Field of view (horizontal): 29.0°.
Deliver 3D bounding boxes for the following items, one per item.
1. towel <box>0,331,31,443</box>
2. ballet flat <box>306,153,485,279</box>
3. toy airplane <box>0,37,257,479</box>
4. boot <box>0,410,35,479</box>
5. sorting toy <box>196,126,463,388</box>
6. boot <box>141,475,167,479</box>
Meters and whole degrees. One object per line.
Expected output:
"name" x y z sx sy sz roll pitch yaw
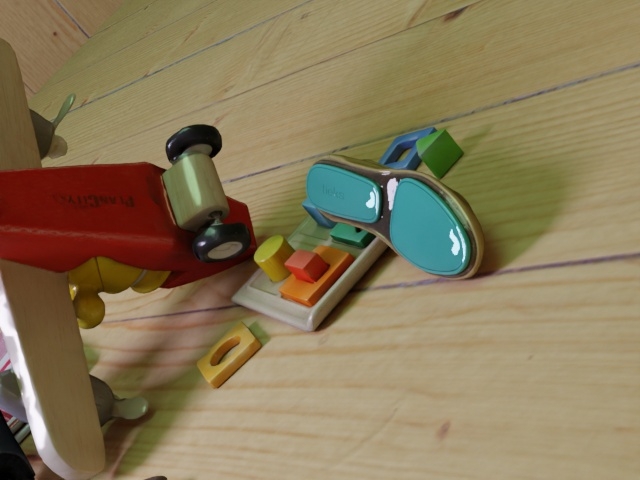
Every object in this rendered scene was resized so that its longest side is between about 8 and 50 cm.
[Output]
"towel" -0.419 0.205 1.548 0.237 0.037 0.329 -47 22 -12
"ballet flat" 0.078 -0.030 1.065 0.073 0.080 0.232 -5 23 -36
"toy airplane" -0.292 0.007 1.257 0.272 0.384 0.386 -47 9 48
"boot" -0.368 0.227 1.272 0.207 0.094 0.246 57 144 35
"sorting toy" 0.000 0.000 1.198 0.348 0.047 0.196 -48 22 -15
"boot" -0.134 0.225 1.017 0.106 0.037 0.114 -32 18 19
